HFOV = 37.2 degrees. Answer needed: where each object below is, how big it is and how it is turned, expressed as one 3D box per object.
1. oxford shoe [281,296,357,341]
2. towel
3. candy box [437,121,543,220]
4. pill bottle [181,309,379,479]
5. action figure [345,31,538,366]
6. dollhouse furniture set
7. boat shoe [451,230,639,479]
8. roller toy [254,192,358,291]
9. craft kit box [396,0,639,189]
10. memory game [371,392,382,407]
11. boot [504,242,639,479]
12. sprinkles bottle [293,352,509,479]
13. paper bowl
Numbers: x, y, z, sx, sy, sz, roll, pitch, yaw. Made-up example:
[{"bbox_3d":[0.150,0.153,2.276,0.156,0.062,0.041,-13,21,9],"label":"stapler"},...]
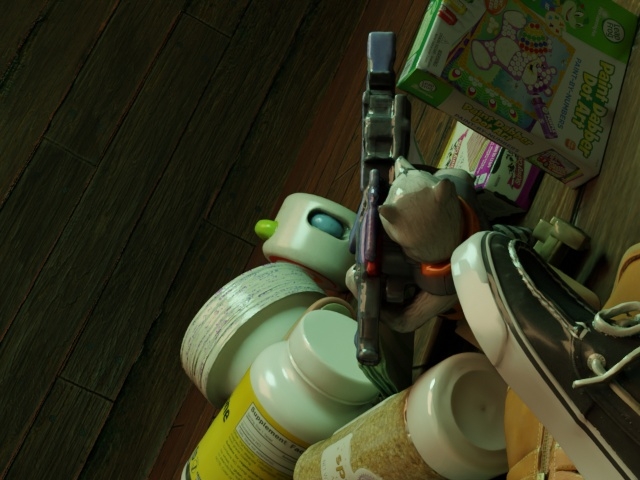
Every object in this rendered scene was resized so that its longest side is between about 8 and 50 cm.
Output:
[{"bbox_3d":[-0.071,0.264,1.575,0.397,0.140,0.146,-62,24,0],"label":"oxford shoe"},{"bbox_3d":[0.103,0.033,1.192,0.248,0.038,0.324,55,-142,-62],"label":"towel"},{"bbox_3d":[0.234,-0.109,1.321,0.159,0.071,0.233,-65,11,-12],"label":"candy box"},{"bbox_3d":[-0.046,0.264,1.333,0.334,0.188,0.188,-57,12,25],"label":"pill bottle"},{"bbox_3d":[0.131,-0.043,0.993,0.330,0.179,0.341,7,-96,-72],"label":"action figure"},{"bbox_3d":[0.246,0.065,0.967,0.144,0.123,0.151,-60,-24,11],"label":"dollhouse furniture set"},{"bbox_3d":[0.198,0.095,0.602,0.105,0.113,0.306,-48,51,26],"label":"boat shoe"},{"bbox_3d":[0.000,0.000,1.826,0.191,0.209,0.146,14,73,39],"label":"roller toy"},{"bbox_3d":[0.239,-0.222,1.116,0.061,0.247,0.250,-37,28,60],"label":"craft kit box"},{"bbox_3d":[0.043,0.284,1.407,0.186,0.012,0.186,-59,12,20],"label":"memory game"},{"bbox_3d":[0.230,0.127,0.702,0.283,0.109,0.220,-31,38,52],"label":"boot"},{"bbox_3d":[0.087,0.234,1.042,0.355,0.121,0.121,-47,19,55],"label":"sprinkles bottle"},{"bbox_3d":[-0.094,0.189,1.699,0.148,0.284,0.284,44,113,33],"label":"paper bowl"}]
